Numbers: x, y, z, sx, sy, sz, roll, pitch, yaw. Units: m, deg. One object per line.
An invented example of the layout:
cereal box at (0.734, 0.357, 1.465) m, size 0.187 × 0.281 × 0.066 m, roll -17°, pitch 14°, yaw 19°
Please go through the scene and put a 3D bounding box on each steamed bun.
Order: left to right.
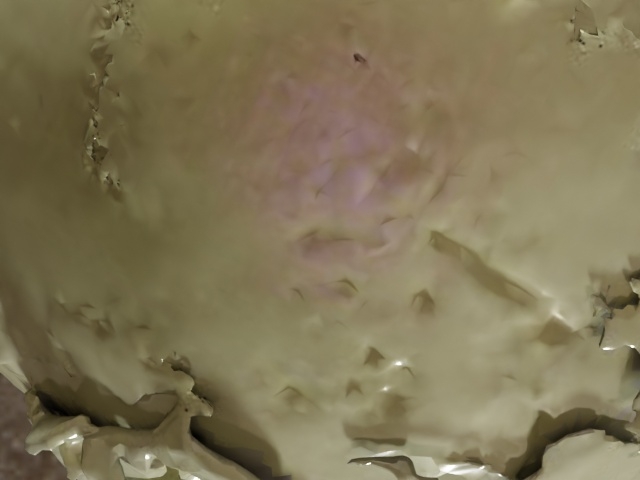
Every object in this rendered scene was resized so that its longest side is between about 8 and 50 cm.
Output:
steamed bun at (0.016, -0.060, 0.547) m, size 0.233 × 0.333 × 0.312 m, roll -89°, pitch -171°, yaw -58°
